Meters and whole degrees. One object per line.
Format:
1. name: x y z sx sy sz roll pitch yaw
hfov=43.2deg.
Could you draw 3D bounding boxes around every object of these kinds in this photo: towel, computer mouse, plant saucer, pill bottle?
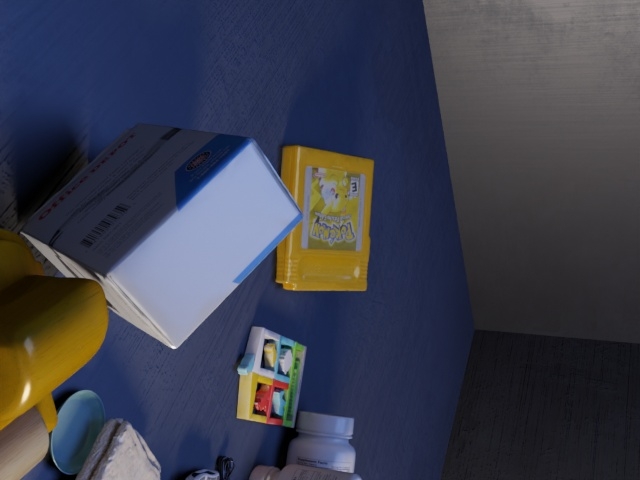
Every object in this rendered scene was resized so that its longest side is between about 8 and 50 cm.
1. towel: -0.328 0.416 1.182 0.187 0.049 0.282 77 29 -47
2. computer mouse: -0.216 0.457 1.502 0.193 0.042 0.106 41 59 -70
3. plant saucer: -0.354 0.273 1.161 0.119 0.021 0.119 3 90 -69
4. pill bottle: -0.034 0.542 1.706 0.131 0.229 0.131 3 90 -68
5. pill bottle: -0.004 0.545 1.874 0.160 0.160 0.283 32 64 -65

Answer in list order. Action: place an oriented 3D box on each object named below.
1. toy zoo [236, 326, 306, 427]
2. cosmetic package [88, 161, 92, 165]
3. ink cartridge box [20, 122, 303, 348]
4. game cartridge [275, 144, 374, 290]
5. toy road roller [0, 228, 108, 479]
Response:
1. toy zoo: -0.110 0.299 1.754 0.293 0.030 0.192 37 59 -64
2. cosmetic package: -0.248 -0.083 1.275 0.238 0.107 0.127 -33 120 -60
3. ink cartridge box: -0.205 -0.022 1.000 0.223 0.307 0.129 -47 123 -19
4. game cartridge: 0.017 -0.044 1.877 0.285 0.052 0.324 3 88 -47
5. toy road roller: -0.350 0.148 0.864 0.202 0.240 0.330 -44 132 -59
